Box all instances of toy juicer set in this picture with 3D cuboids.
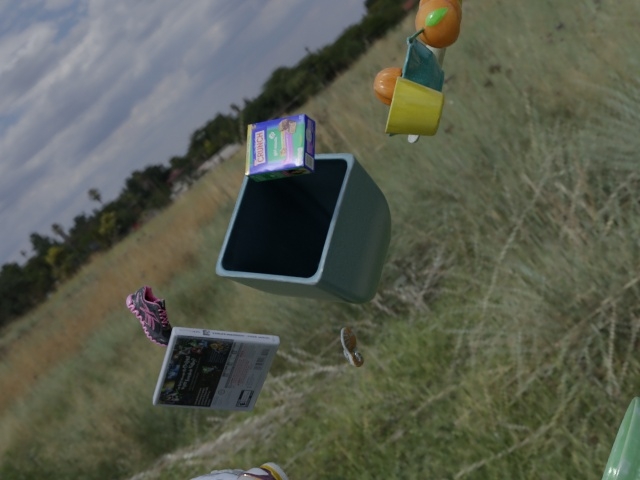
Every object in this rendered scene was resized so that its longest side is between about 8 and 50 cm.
[{"bbox_3d":[0.123,-0.238,1.175,0.329,0.090,0.209,-52,-26,-83],"label":"toy juicer set"}]

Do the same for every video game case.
[{"bbox_3d":[-0.174,0.215,1.456,0.022,0.173,0.190,-101,25,-44],"label":"video game case"}]

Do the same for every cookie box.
[{"bbox_3d":[-0.064,-0.147,1.420,0.107,0.091,0.040,-8,-19,26],"label":"cookie box"}]

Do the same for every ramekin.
[{"bbox_3d":[0.627,0.466,1.691,0.303,0.148,0.303,18,-90,-73],"label":"ramekin"}]

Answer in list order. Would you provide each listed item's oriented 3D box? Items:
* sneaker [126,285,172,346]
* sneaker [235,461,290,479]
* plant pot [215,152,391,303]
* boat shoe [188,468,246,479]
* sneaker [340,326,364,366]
[{"bbox_3d":[-0.282,0.128,1.523,0.057,0.119,0.047,-43,-8,23],"label":"sneaker"},{"bbox_3d":[-0.047,0.385,1.189,0.084,0.185,0.069,-12,-43,-51],"label":"sneaker"},{"bbox_3d":[0.000,0.000,1.679,0.248,0.252,0.247,4,71,37],"label":"plant pot"},{"bbox_3d":[-0.154,0.431,1.553,0.076,0.083,0.226,-26,12,-41],"label":"boat shoe"},{"bbox_3d":[0.054,0.210,1.738,0.032,0.083,0.037,-22,6,-27],"label":"sneaker"}]
